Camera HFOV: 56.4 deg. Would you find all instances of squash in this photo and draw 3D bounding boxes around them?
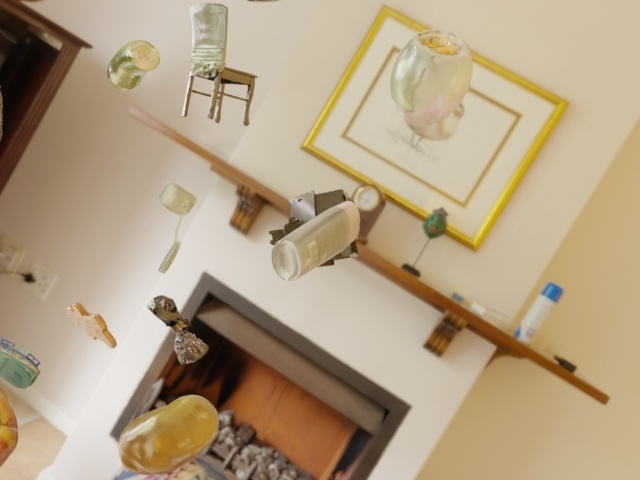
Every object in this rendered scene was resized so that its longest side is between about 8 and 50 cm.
[{"bbox_3d":[-0.417,-0.390,1.325,0.083,0.083,0.250,29,-12,-28],"label":"squash"}]

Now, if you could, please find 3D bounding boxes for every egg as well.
[{"bbox_3d":[0.252,-0.363,1.382,0.183,0.183,0.217,32,-38,22],"label":"egg"}]

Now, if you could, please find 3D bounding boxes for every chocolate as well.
[{"bbox_3d":[-0.270,0.163,1.133,0.072,0.070,0.147,-131,-160,-65],"label":"chocolate"}]

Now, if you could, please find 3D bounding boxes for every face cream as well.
[{"bbox_3d":[0.000,0.000,1.277,0.073,0.107,0.269,17,27,26],"label":"face cream"}]

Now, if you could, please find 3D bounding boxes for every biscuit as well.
[{"bbox_3d":[-0.799,0.281,2.064,0.250,0.036,0.165,13,-49,38],"label":"biscuit"}]

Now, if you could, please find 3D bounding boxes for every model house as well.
[{"bbox_3d":[-0.023,-0.024,1.744,0.243,0.211,0.204,-11,-10,11],"label":"model house"}]

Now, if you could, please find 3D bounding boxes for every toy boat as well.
[{"bbox_3d":[-0.781,0.294,1.513,0.175,0.091,0.110,37,13,-4],"label":"toy boat"}]

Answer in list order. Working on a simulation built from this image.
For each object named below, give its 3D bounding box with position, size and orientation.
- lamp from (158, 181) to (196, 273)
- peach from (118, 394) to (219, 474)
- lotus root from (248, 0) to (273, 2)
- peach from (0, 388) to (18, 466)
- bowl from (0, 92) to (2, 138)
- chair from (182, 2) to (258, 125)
[{"bbox_3d":[-0.226,-0.022,0.890,0.056,0.050,0.198,32,23,-21],"label":"lamp"},{"bbox_3d":[-0.368,0.476,1.469,0.251,0.251,0.153,15,56,-77],"label":"peach"},{"bbox_3d":[-0.099,-0.648,1.393,0.152,0.160,0.275,31,46,32],"label":"lotus root"},{"bbox_3d":[-0.783,0.403,1.245,0.281,0.281,0.238,27,46,-43],"label":"peach"},{"bbox_3d":[-0.692,-0.210,0.969,0.345,0.345,0.157,32,19,25],"label":"bowl"},{"bbox_3d":[-0.298,-0.514,1.770,0.160,0.319,0.186,14,9,36],"label":"chair"}]
